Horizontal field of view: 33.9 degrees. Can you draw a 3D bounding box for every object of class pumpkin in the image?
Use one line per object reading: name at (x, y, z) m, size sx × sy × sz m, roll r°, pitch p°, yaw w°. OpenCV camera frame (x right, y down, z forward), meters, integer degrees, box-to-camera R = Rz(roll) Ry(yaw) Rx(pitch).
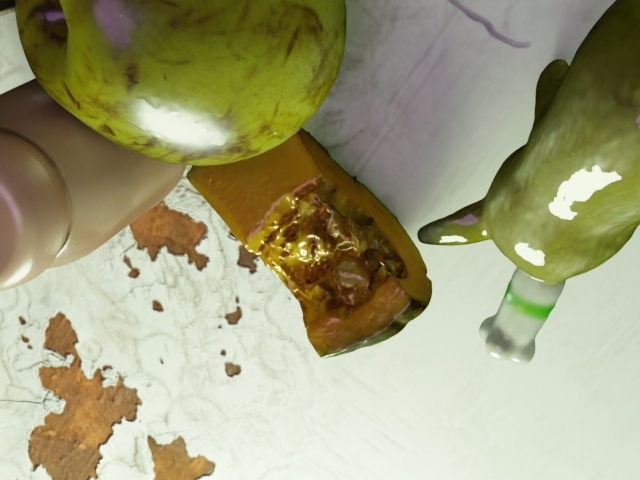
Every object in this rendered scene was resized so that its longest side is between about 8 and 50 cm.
pumpkin at (-0.001, -0.004, 1.035) m, size 0.131 × 0.126 × 0.248 m, roll -36°, pitch 80°, yaw 22°

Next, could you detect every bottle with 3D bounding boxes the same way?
bottle at (-0.260, -0.079, 0.983) m, size 0.173 × 0.297 × 0.206 m, roll -2°, pitch 111°, yaw 21°

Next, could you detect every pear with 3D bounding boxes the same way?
pear at (-0.119, -0.195, 0.895) m, size 0.283 × 0.283 × 0.283 m, roll 7°, pitch 114°, yaw 16°

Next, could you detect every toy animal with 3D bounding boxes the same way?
toy animal at (0.229, -0.056, 0.915) m, size 0.181 × 0.180 × 0.363 m, roll 43°, pitch 141°, yaw 5°

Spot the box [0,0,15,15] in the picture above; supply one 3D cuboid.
box at (-0.420, -0.303, 1.005) m, size 0.297 × 0.190 × 0.225 m, roll -9°, pitch 107°, yaw 21°
